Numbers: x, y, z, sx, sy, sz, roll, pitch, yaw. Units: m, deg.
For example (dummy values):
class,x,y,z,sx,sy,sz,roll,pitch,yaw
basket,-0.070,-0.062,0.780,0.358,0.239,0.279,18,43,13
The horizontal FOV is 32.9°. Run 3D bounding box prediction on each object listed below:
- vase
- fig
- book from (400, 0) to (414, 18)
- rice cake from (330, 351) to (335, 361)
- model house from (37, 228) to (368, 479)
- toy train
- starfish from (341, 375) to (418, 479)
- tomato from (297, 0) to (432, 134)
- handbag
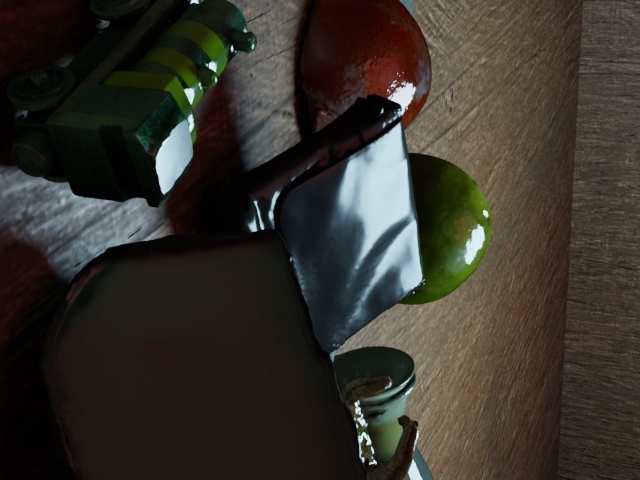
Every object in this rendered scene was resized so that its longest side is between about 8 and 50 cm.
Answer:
class,x,y,z,sx,sy,sz,roll,pitch,yaw
vase,0.078,0.299,1.352,0.173,0.173,0.321,-48,136,-56
fig,0.091,-0.018,1.253,0.191,0.181,0.181,5,93,-28
book,0.097,-0.259,1.407,0.138,0.016,0.199,-56,146,-49
rice cake,0.001,0.130,1.268,0.033,0.033,0.208,63,40,-58
model house,-0.103,0.152,0.841,0.237,0.202,0.237,105,-33,-59
toy train,-0.124,-0.108,0.745,0.083,0.132,0.200,77,31,-43
starfish,0.024,0.187,0.855,0.210,0.053,0.150,116,-26,-60
tomato,0.063,-0.198,1.221,0.199,0.112,0.228,56,43,-56
handbag,0.000,0.000,1.070,0.223,0.080,0.247,-35,134,-26
